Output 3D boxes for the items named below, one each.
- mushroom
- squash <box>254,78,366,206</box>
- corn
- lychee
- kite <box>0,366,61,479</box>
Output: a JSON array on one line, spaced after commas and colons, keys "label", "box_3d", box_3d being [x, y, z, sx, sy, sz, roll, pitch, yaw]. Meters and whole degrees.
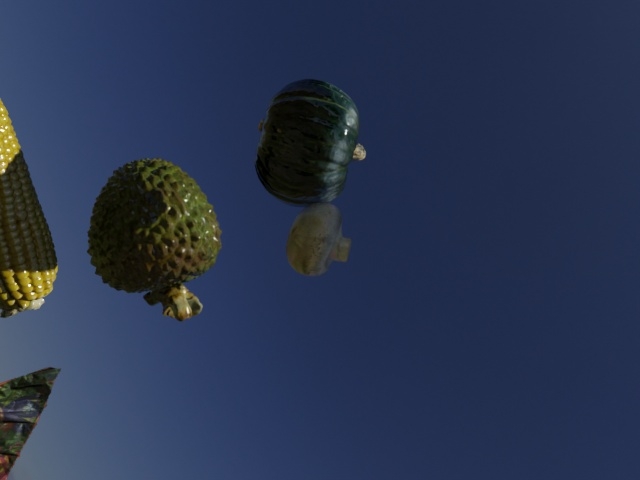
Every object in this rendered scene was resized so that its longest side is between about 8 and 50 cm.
[{"label": "mushroom", "box_3d": [0.000, 0.000, 0.599, 0.068, 0.083, 0.083, 15, -52, 5]}, {"label": "squash", "box_3d": [-0.019, -0.157, 0.914, 0.172, 0.218, 0.218, 29, -47, 11]}, {"label": "corn", "box_3d": [-0.523, -0.060, 0.889, 0.144, 0.144, 0.387, 22, -56, 42]}, {"label": "lychee", "box_3d": [-0.333, -0.004, 1.129, 0.270, 0.270, 0.319, 16, -89, 45]}, {"label": "kite", "box_3d": [-0.305, 0.209, 0.475, 0.189, 0.232, 0.009, 26, -21, -7]}]
